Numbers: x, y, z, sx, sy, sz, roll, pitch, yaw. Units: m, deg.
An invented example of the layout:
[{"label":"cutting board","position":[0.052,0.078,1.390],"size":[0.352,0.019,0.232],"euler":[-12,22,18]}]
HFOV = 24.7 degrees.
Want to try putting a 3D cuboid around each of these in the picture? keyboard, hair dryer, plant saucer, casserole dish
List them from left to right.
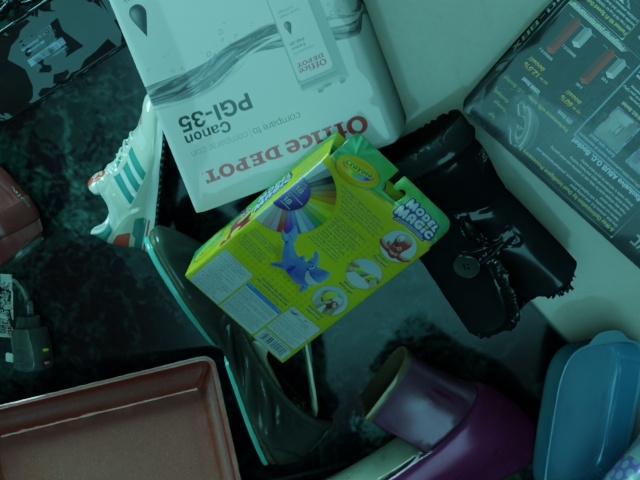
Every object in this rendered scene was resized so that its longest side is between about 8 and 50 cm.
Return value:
[{"label":"hair dryer","position":[-0.384,0.004,1.455],"size":[0.224,0.080,0.293],"euler":[1,104,7]},{"label":"keyboard","position":[-0.274,-0.199,1.420],"size":[0.180,0.023,0.108],"euler":[-31,105,13]},{"label":"plant saucer","position":[-0.202,0.268,1.447],"size":[0.259,0.048,0.258],"euler":[-14,71,-1]},{"label":"casserole dish","position":[0.254,0.170,1.415],"size":[0.114,0.037,0.188],"euler":[-5,110,-35]}]

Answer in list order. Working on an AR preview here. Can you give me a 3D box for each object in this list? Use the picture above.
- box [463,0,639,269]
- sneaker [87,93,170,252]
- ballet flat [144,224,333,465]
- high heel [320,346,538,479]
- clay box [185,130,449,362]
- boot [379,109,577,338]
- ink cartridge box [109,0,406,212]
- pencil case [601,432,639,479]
[{"label":"box","position":[0.323,-0.111,1.338],"size":[0.307,0.076,0.242],"euler":[41,106,-4]},{"label":"sneaker","position":[-0.188,-0.068,1.422],"size":[0.075,0.057,0.161],"euler":[8,108,-1]},{"label":"ballet flat","position":[-0.070,0.090,1.438],"size":[0.096,0.095,0.280],"euler":[-26,110,3]},{"label":"high heel","position":[0.056,0.292,1.457],"size":[0.181,0.127,0.377],"euler":[31,111,-12]},{"label":"clay box","position":[0.000,0.000,1.314],"size":[0.127,0.053,0.222],"euler":[43,117,-16]},{"label":"boot","position":[0.094,0.015,1.388],"size":[0.246,0.094,0.207],"euler":[-29,108,25]},{"label":"ink cartridge box","position":[-0.063,-0.194,1.343],"size":[0.207,0.117,0.283],"euler":[-19,101,11]},{"label":"pencil case","position":[0.310,0.250,1.375],"size":[0.273,0.124,0.113],"euler":[-51,134,-3]}]
